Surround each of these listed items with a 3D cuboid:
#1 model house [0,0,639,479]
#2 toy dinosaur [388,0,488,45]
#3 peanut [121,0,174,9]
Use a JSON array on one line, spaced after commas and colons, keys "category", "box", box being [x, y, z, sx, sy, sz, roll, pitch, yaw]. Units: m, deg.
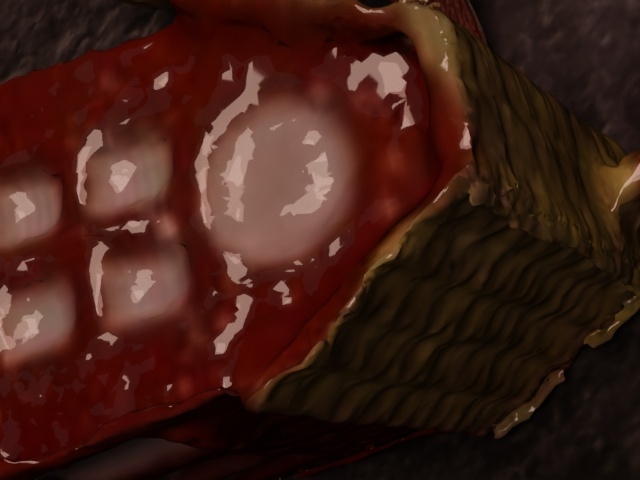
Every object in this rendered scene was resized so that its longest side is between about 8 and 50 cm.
[{"category": "model house", "box": [0.000, 0.000, 0.529, 0.254, 0.196, 0.160, -21, 68, 24]}, {"category": "toy dinosaur", "box": [-0.012, -0.132, 0.587, 0.108, 0.220, 0.032, -45, 18, 35]}, {"category": "peanut", "box": [-0.018, -0.195, 0.627, 0.256, 0.123, 0.123, -37, 64, 24]}]
